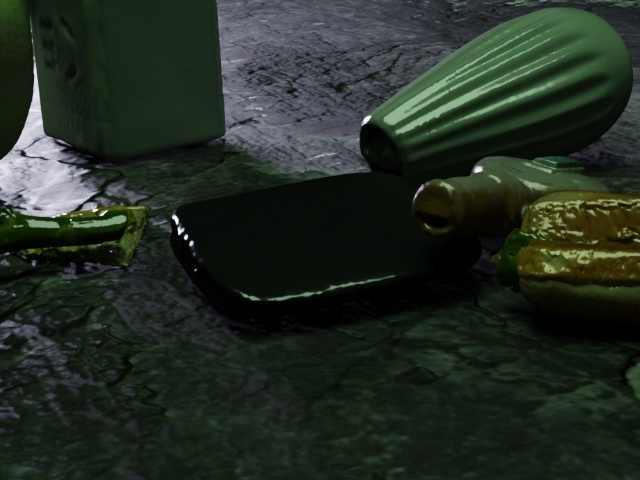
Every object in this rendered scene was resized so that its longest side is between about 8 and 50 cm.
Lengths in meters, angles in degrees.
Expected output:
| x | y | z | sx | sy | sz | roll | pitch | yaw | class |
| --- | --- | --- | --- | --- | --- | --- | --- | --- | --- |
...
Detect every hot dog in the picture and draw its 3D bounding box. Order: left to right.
| x | y | z | sx | sy | sz | roll | pitch | yaw | class |
| --- | --- | --- | --- | --- | --- | --- | --- | --- | --- |
| 0.232 | 0.018 | 0.868 | 0.250 | 0.076 | 0.104 | -2 | 39 | 14 | hot dog |

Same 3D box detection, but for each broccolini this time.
| x | y | z | sx | sy | sz | roll | pitch | yaw | class |
| --- | --- | --- | --- | --- | --- | --- | --- | --- | --- |
| -0.247 | 0.002 | 0.999 | 0.216 | 0.058 | 0.067 | -5 | 53 | -10 | broccolini |

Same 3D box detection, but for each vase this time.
| x | y | z | sx | sy | sz | roll | pitch | yaw | class |
| --- | --- | --- | --- | --- | --- | --- | --- | --- | --- |
| 0.145 | -0.112 | 1.170 | 0.248 | 0.128 | 0.128 | -24 | 27 | -27 | vase |

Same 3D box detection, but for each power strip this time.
| x | y | z | sx | sy | sz | roll | pitch | yaw | class |
| --- | --- | --- | --- | --- | --- | --- | --- | --- | --- |
| -0.185 | -0.202 | 1.302 | 0.139 | 0.224 | 0.140 | -16 | 23 | -32 | power strip |

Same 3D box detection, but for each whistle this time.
| x | y | z | sx | sy | sz | roll | pitch | yaw | class |
| --- | --- | --- | --- | --- | --- | --- | --- | --- | --- |
| 0.135 | -0.030 | 0.973 | 0.107 | 0.057 | 0.220 | 21 | 16 | 33 | whistle |

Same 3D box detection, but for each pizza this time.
| x | y | z | sx | sy | sz | roll | pitch | yaw | class |
| --- | --- | --- | --- | --- | --- | --- | --- | --- | --- |
| -0.166 | -0.005 | 1.044 | 0.123 | 0.026 | 0.109 | -15 | 25 | -32 | pizza |

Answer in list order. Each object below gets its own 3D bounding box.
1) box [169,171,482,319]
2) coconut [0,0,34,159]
| x | y | z | sx | sy | sz | roll | pitch | yaw | class |
| --- | --- | --- | --- | --- | --- | --- | --- | --- | --- |
| 0.000 | 0.000 | 0.983 | 0.201 | 0.042 | 0.212 | -10 | 22 | -19 | box |
| -0.387 | -0.176 | 1.192 | 0.328 | 0.281 | 0.328 | -31 | -7 | -4 | coconut |
